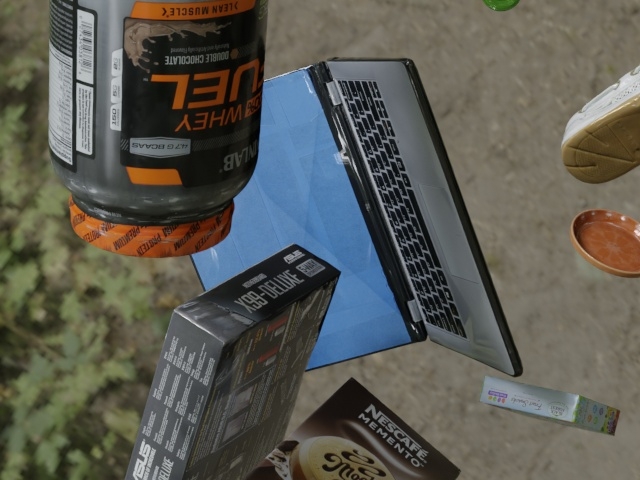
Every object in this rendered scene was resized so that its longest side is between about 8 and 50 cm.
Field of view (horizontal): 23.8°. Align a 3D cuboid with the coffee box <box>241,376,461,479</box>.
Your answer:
[{"bbox_3d":[0.008,0.285,1.585,0.168,0.297,0.119,39,119,8],"label":"coffee box"}]

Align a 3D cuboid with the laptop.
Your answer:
[{"bbox_3d":[0.000,0.000,1.806,0.236,0.382,0.408,-25,14,-15],"label":"laptop"}]

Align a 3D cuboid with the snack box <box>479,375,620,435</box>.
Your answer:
[{"bbox_3d":[0.280,0.202,1.856,0.141,0.100,0.037,8,81,43],"label":"snack box"}]

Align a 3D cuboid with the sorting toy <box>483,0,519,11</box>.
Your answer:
[{"bbox_3d":[0.233,-0.321,1.843,0.061,0.042,0.102,26,87,2],"label":"sorting toy"}]

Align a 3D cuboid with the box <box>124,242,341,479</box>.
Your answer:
[{"bbox_3d":[-0.107,0.179,1.748,0.076,0.242,0.307,31,122,21],"label":"box"}]

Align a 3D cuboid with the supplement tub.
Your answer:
[{"bbox_3d":[-0.156,-0.168,1.451,0.207,0.207,0.338,32,127,44],"label":"supplement tub"}]

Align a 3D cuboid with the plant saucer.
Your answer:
[{"bbox_3d":[0.258,0.004,1.334,0.083,0.083,0.013,-116,32,-42],"label":"plant saucer"}]

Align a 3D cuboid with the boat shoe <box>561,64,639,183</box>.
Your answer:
[{"bbox_3d":[0.373,-0.162,1.581,0.277,0.098,0.096,-26,31,20],"label":"boat shoe"}]
